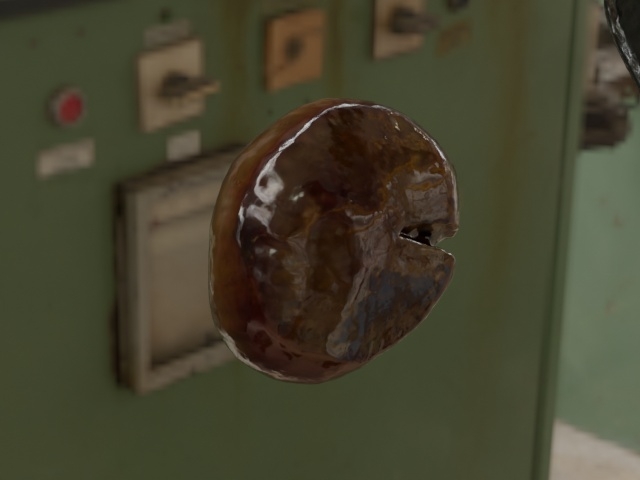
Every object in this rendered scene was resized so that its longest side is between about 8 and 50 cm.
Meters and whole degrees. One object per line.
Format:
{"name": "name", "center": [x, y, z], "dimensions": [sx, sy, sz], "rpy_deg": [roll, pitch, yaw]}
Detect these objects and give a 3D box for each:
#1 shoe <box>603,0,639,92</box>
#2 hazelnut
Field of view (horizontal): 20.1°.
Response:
{"name": "shoe", "center": [0.125, -0.016, 0.439], "dimensions": [0.053, 0.062, 0.159], "rpy_deg": [-12, 65, -35]}
{"name": "hazelnut", "center": [0.000, 0.000, 1.251], "dimensions": [0.178, 0.204, 0.178], "rpy_deg": [17, -11, 3]}
